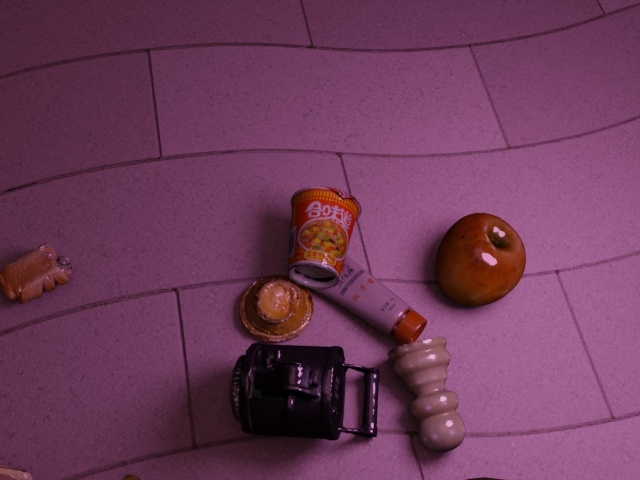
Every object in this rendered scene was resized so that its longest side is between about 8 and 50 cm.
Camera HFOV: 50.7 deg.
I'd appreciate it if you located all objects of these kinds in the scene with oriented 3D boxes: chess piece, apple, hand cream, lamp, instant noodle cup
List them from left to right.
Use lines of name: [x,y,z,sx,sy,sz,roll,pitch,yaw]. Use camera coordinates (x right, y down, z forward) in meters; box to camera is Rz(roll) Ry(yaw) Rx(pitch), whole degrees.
lamp: [-0.063,0.337,1.519,0.272,0.374,0.205,-6,67,29]
instant noodle cup: [0.000,0.000,1.699,0.193,0.193,0.212,10,60,1]
hand cream: [0.123,0.143,1.709,0.314,0.089,0.139,32,65,22]
chess piece: [0.259,0.367,1.583,0.145,0.144,0.251,-11,71,-9]
apple: [0.397,0.052,1.719,0.237,0.207,0.236,12,53,-17]

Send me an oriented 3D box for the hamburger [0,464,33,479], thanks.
hamburger: [-0.690,0.592,1.336,0.302,0.170,0.301,1,87,-19]

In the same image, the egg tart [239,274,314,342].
egg tart: [-0.109,0.161,1.685,0.191,0.074,0.191,2,61,-4]

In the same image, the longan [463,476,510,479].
longan: [0.381,0.655,1.335,0.405,0.336,0.404,17,27,-9]

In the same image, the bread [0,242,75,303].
bread: [-0.703,0.084,1.671,0.177,0.084,0.119,-30,68,-17]

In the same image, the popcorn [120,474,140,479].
popcorn: [-0.391,0.636,1.314,0.321,0.290,0.325,7,82,-3]
